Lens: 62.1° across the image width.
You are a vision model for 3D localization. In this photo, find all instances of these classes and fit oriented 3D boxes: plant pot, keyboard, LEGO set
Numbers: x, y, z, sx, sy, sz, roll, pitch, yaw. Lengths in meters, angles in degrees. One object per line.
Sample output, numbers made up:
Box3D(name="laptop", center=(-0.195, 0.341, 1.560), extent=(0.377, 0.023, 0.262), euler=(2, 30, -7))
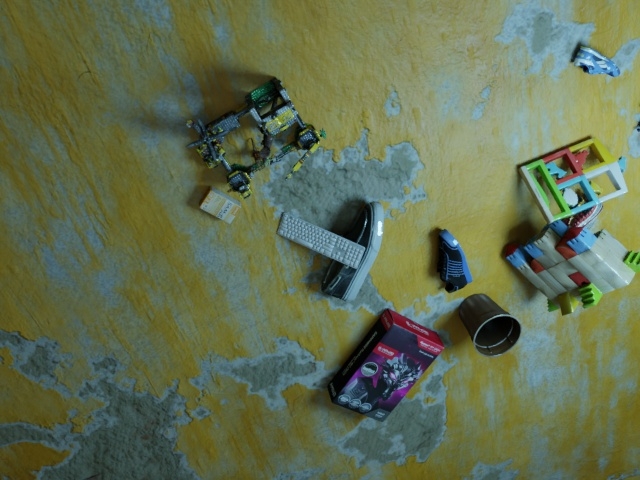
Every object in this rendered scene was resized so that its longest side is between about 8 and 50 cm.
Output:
Box3D(name="plant pot", center=(0.550, 0.269, 1.763), extent=(0.167, 0.165, 0.167), euler=(-5, 118, -9))
Box3D(name="keyboard", center=(0.000, 0.000, 1.526), extent=(0.256, 0.014, 0.072), euler=(24, 109, 9))
Box3D(name="LEGO set", center=(-0.151, -0.246, 1.333), extent=(0.331, 0.192, 0.255), euler=(-23, 119, 0))

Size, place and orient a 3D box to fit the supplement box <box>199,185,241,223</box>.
Box3D(name="supplement box", center=(-0.277, -0.098, 1.469), extent=(0.098, 0.036, 0.062), euler=(29, 108, -24))

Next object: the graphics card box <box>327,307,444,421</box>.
Box3D(name="graphics card box", center=(0.219, 0.433, 1.814), extent=(0.233, 0.094, 0.371), euler=(28, 108, -24))

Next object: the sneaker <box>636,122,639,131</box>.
Box3D(name="sneaker", center=(1.015, -0.423, 1.566), extent=(0.098, 0.083, 0.223), euler=(-1, 117, -7))

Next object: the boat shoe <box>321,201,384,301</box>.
Box3D(name="boat shoe", center=(0.090, 0.037, 1.569), extent=(0.119, 0.121, 0.335), euler=(11, 113, -16))

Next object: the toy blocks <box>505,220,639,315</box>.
Box3D(name="toy blocks", center=(0.748, 0.053, 1.618), extent=(0.261, 0.381, 0.191), euler=(45, 64, 3))

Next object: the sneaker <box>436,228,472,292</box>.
Box3D(name="sneaker", center=(0.407, 0.072, 1.679), extent=(0.090, 0.081, 0.232), euler=(-32, 120, -3))

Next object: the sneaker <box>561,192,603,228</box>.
Box3D(name="sneaker", center=(0.825, -0.043, 1.711), extent=(0.093, 0.088, 0.225), euler=(13, 122, -34))

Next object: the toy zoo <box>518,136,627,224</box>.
Box3D(name="toy zoo", center=(0.772, -0.188, 1.588), extent=(0.293, 0.030, 0.192), euler=(-23, 75, -1))

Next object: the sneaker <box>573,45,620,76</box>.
Box3D(name="sneaker", center=(0.775, -0.491, 1.495), extent=(0.144, 0.053, 0.059), euler=(24, 109, -13))
